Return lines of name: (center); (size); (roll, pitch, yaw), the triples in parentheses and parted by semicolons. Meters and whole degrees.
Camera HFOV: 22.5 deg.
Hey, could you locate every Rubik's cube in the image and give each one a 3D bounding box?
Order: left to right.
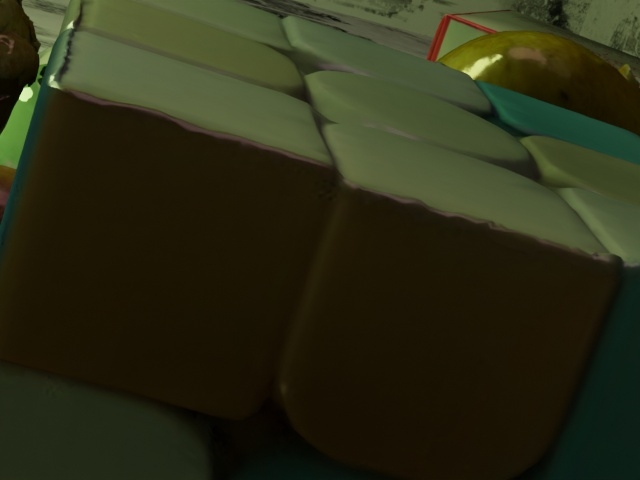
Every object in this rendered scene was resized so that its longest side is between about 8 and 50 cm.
Rubik's cube: (-0.007, 0.091, 0.780); (0.347, 0.344, 0.347); (18, 14, -9)

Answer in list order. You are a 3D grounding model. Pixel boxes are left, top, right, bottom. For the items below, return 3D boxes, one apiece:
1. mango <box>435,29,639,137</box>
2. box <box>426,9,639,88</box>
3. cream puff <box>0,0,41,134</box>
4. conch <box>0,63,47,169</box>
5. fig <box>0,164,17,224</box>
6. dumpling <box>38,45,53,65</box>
mango: (0.187, -0.007, 1.266); (0.445, 0.301, 0.220); (60, 14, -58)
box: (0.247, -0.054, 1.679); (0.314, 0.300, 0.312); (23, 15, 14)
cream puff: (-0.180, -0.076, 0.694); (0.104, 0.119, 0.133); (42, 29, 2)
conch: (-0.197, -0.076, 1.522); (0.251, 0.137, 0.143); (20, 14, 2)
fig: (-0.256, 0.030, 1.136); (0.159, 0.159, 0.257); (14, -6, -19)
dumpling: (-0.270, -0.165, 1.840); (0.188, 0.108, 0.127); (11, -16, 27)
